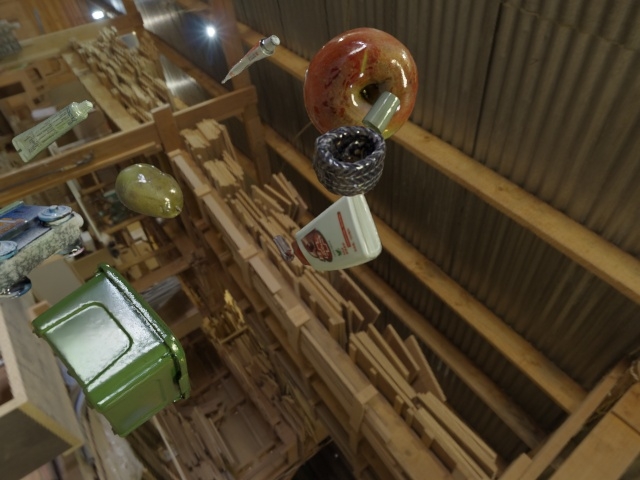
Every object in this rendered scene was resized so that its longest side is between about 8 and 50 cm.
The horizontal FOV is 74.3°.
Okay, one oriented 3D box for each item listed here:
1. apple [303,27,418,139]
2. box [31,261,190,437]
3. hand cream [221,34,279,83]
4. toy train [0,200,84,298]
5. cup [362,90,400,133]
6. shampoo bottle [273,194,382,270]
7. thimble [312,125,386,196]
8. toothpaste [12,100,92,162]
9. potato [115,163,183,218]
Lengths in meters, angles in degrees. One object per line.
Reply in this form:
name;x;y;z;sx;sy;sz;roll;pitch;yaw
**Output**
apple;0.117;-0.462;1.291;0.277;0.348;0.348;-96;169;-64
box;-0.392;0.232;0.823;0.253;0.178;0.329;40;-33;15
hand cream;-0.160;-0.415;0.969;0.216;0.052;0.038;-4;-77;50
toy train;-0.683;0.012;0.931;0.300;0.202;0.131;-68;161;-60
cup;0.145;-0.289;0.974;0.054;0.083;0.075;35;2;33
shampoo bottle;0.000;0.000;0.960;0.284;0.071;0.153;-19;-86;43
thimble;0.044;-0.115;0.609;0.066;0.104;0.095;100;-21;-53
toothpaste;-0.482;-0.201;0.758;0.048;0.197;0.029;63;21;-13
potato;-0.596;-0.167;1.501;0.251;0.174;0.159;29;-6;3
